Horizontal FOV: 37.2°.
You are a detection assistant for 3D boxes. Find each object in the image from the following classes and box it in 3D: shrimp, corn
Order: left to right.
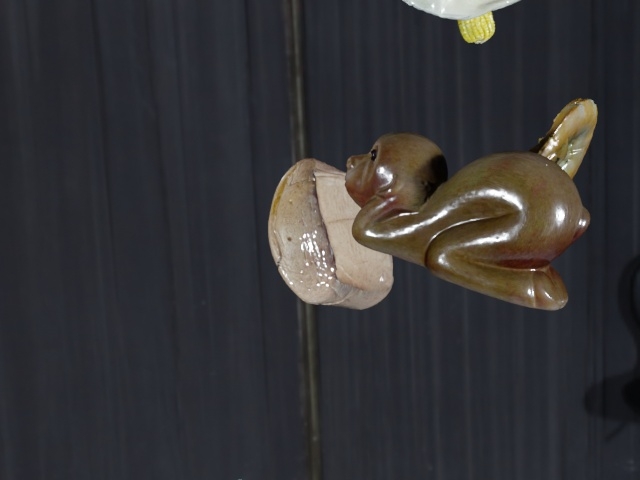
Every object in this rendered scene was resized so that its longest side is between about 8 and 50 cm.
[{"bbox_3d":[0.300,-0.496,1.912,0.072,0.203,0.072,-14,18,5],"label":"corn"},{"bbox_3d":[0.276,-0.077,1.214,0.063,0.152,0.287,32,61,19],"label":"shrimp"}]

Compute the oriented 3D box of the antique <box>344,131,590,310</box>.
[{"bbox_3d":[0.143,-0.035,0.979,0.257,0.143,0.121,20,18,31],"label":"antique"}]

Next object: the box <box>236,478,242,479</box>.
[{"bbox_3d":[-0.155,0.590,1.764,0.092,0.244,0.153,-13,-26,-47],"label":"box"}]

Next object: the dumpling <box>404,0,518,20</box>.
[{"bbox_3d":[0.280,-0.537,1.698,0.341,0.260,0.181,-27,15,-34],"label":"dumpling"}]

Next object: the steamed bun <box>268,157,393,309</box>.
[{"bbox_3d":[0.000,0.000,1.979,0.199,0.301,0.252,-25,-21,36],"label":"steamed bun"}]
